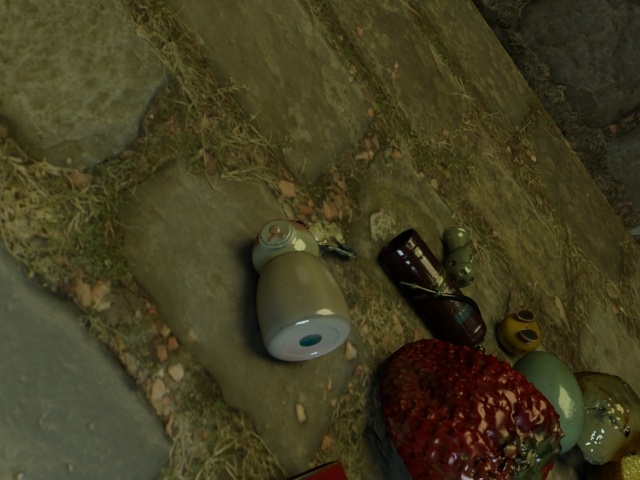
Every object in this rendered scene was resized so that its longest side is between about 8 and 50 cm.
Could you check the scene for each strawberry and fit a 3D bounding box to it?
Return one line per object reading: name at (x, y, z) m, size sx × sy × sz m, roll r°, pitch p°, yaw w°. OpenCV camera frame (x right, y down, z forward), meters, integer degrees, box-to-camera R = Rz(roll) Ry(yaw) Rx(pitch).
strawberry at (0.249, 0.312, 1.474) m, size 0.312 × 0.267 × 0.351 m, roll 11°, pitch 32°, yaw -43°

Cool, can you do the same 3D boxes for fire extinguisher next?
fire extinguisher at (0.259, 0.141, 1.743) m, size 0.341 × 0.105 × 0.141 m, roll 52°, pitch 48°, yaw -10°

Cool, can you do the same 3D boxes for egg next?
egg at (0.502, 0.362, 1.826) m, size 0.169 × 0.169 × 0.236 m, roll 28°, pitch 44°, yaw -39°

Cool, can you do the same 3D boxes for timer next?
timer at (0.485, 0.234, 1.998) m, size 0.107 × 0.109 × 0.107 m, roll 10°, pitch 50°, yaw -13°

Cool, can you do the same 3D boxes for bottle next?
bottle at (-0.045, 0.068, 1.359) m, size 0.147 × 0.147 × 0.236 m, roll 21°, pitch 41°, yaw -44°

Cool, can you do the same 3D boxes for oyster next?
oyster at (0.003, -0.002, 1.572) m, size 0.200 × 0.061 × 0.106 m, roll 27°, pitch 27°, yaw -43°

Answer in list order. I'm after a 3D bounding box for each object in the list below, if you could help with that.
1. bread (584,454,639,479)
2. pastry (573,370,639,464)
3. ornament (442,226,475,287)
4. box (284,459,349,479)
bread at (0.703, 0.598, 1.950) m, size 0.134 × 0.129 × 0.260 m, roll 39°, pitch 36°, yaw -17°
pastry at (0.676, 0.398, 1.968) m, size 0.256 × 0.170 × 0.237 m, roll -1°, pitch 35°, yaw -38°
ornament at (0.330, 0.043, 1.935) m, size 0.075 × 0.081 × 0.156 m, roll 37°, pitch 34°, yaw -26°
box at (0.003, 0.486, 1.133) m, size 0.197 × 0.089 × 0.313 m, roll -4°, pitch 69°, yaw -53°
